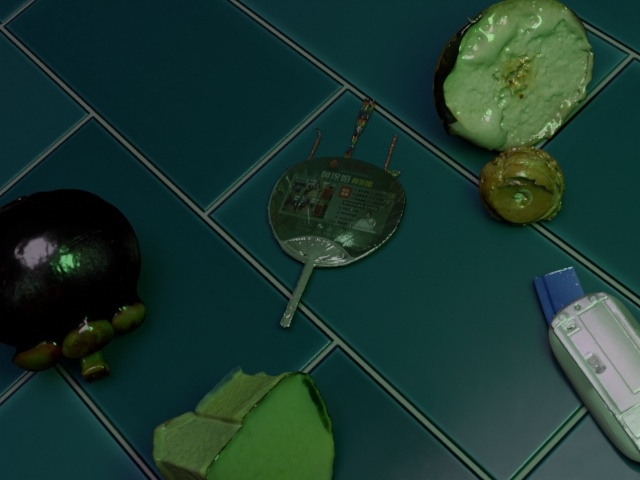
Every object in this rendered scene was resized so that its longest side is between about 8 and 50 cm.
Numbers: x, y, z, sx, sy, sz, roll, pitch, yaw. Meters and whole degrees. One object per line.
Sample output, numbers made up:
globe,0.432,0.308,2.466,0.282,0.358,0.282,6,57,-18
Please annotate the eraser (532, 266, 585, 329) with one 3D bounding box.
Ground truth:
eraser,0.346,0.086,1.492,0.063,0.027,0.085,-18,59,6

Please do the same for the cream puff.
cream puff,0.301,-0.086,1.553,0.133,0.119,0.104,5,40,-12

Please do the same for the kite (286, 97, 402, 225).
kite,0.042,-0.132,1.707,0.198,0.006,0.244,7,64,19

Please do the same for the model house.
model house,-0.109,0.286,1.444,0.189,0.195,0.214,5,45,45

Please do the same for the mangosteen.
mangosteen,-0.396,0.075,1.591,0.274,0.275,0.302,-22,91,2

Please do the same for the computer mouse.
computer mouse,0.407,0.182,1.403,0.125,0.056,0.245,-31,63,-1

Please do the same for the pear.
pear,0.272,-0.270,1.635,0.267,0.267,0.178,-33,26,-4

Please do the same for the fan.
fan,-0.013,-0.026,1.652,0.294,0.012,0.223,-41,59,-10
